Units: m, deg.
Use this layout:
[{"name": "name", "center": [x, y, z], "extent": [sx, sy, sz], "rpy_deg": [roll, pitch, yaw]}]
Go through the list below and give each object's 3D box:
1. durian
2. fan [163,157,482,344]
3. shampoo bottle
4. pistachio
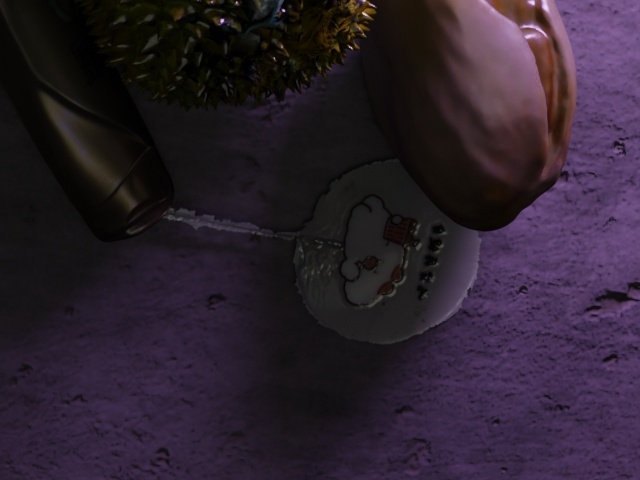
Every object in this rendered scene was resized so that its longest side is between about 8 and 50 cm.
[{"name": "durian", "center": [-0.075, -0.232, 1.684], "extent": [0.291, 0.225, 0.291], "rpy_deg": [-9, 120, -16]}, {"name": "fan", "center": [0.000, 0.000, 1.901], "extent": [0.329, 0.009, 0.191], "rpy_deg": [9, 107, -17]}, {"name": "shampoo bottle", "center": [-0.235, -0.155, 1.749], "extent": [0.084, 0.125, 0.350], "rpy_deg": [-11, 121, 25]}, {"name": "pistachio", "center": [0.132, -0.150, 1.810], "extent": [0.166, 0.197, 0.288], "rpy_deg": [-25, 104, -48]}]
